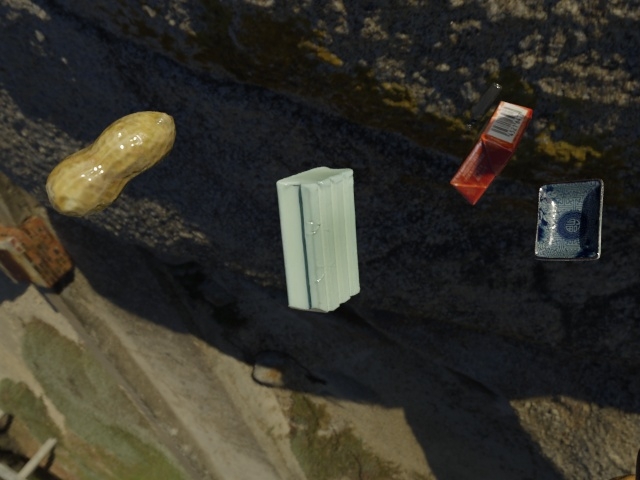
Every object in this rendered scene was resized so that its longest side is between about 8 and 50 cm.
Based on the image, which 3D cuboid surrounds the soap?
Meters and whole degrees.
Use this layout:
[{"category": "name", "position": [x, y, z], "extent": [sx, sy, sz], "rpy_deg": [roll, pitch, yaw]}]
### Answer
[{"category": "soap", "position": [0.000, 0.000, 0.805], "extent": [0.066, 0.119, 0.198], "rpy_deg": [8, 111, 35]}]

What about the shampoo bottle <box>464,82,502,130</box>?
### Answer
[{"category": "shampoo bottle", "position": [0.429, -0.352, 1.442], "extent": [0.027, 0.048, 0.137], "rpy_deg": [59, 133, 34]}]

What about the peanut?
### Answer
[{"category": "peanut", "position": [-0.271, -0.103, 0.722], "extent": [0.089, 0.193, 0.089], "rpy_deg": [51, 173, 9]}]

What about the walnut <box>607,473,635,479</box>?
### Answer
[{"category": "walnut", "position": [0.655, 0.603, 1.153], "extent": [0.195, 0.221, 0.195], "rpy_deg": [59, 173, 13]}]

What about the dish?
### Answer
[{"category": "dish", "position": [0.739, -0.051, 1.607], "extent": [0.182, 0.243, 0.080], "rpy_deg": [-2, 163, 40]}]

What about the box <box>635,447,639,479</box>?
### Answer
[{"category": "box", "position": [0.503, 0.467, 0.766], "extent": [0.108, 0.404, 0.263], "rpy_deg": [0, 106, 30]}]

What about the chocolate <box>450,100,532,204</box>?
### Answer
[{"category": "chocolate", "position": [0.497, -0.262, 1.599], "extent": [0.108, 0.237, 0.235], "rpy_deg": [30, 143, 6]}]
